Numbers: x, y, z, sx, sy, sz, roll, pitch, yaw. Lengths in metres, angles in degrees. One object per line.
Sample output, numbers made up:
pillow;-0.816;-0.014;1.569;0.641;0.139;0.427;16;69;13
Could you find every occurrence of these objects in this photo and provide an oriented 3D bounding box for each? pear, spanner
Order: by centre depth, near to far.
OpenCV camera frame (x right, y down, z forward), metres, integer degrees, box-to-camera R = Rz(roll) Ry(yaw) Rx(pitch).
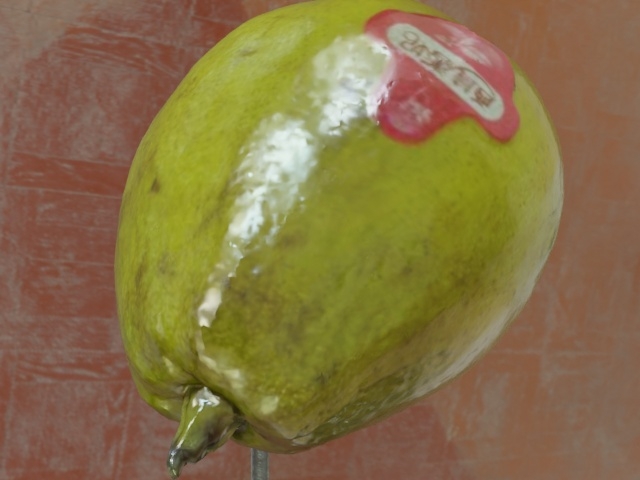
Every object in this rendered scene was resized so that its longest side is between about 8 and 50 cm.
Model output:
pear;0.000;0.000;0.641;0.287;0.287;0.375;56;51;-30
spanner;-0.075;0.277;1.187;0.054;0.015;0.255;0;92;0
